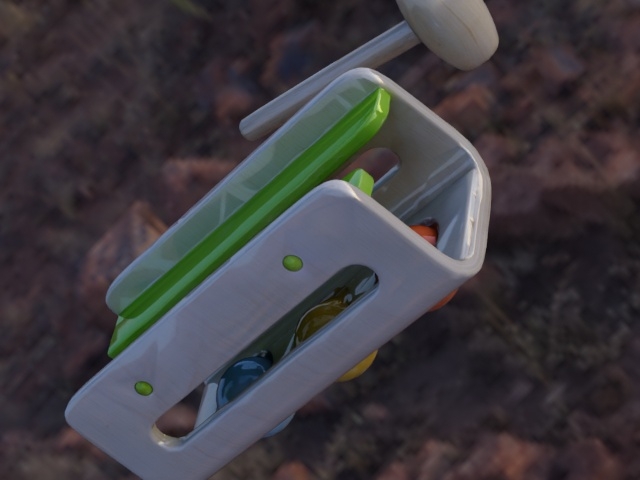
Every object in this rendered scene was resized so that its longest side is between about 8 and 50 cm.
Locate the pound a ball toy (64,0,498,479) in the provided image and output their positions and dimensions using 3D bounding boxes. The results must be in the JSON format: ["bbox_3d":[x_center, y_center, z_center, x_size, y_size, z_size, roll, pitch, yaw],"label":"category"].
[{"bbox_3d":[0.000,0.000,1.156,0.319,0.135,0.208,-40,23,33],"label":"pound a ball toy"}]
